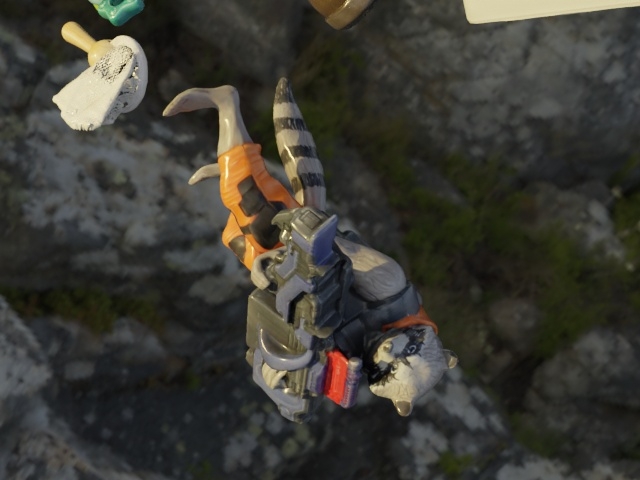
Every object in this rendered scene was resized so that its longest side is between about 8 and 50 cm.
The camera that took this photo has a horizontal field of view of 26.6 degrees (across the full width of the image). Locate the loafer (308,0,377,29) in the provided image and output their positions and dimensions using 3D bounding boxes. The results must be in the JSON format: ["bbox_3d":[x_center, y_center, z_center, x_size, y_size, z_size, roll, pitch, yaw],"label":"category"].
[{"bbox_3d":[0.069,-0.438,1.635,0.130,0.134,0.366,29,77,-17],"label":"loafer"}]

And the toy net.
[{"bbox_3d":[-0.151,-0.172,1.087,0.045,0.122,0.232,50,31,-46],"label":"toy net"}]

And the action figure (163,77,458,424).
[{"bbox_3d":[0.000,0.000,1.172,0.178,0.341,0.330,-32,74,-22],"label":"action figure"}]

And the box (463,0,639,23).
[{"bbox_3d":[0.152,-0.309,0.662,0.215,0.168,0.345,-41,122,-48],"label":"box"}]
